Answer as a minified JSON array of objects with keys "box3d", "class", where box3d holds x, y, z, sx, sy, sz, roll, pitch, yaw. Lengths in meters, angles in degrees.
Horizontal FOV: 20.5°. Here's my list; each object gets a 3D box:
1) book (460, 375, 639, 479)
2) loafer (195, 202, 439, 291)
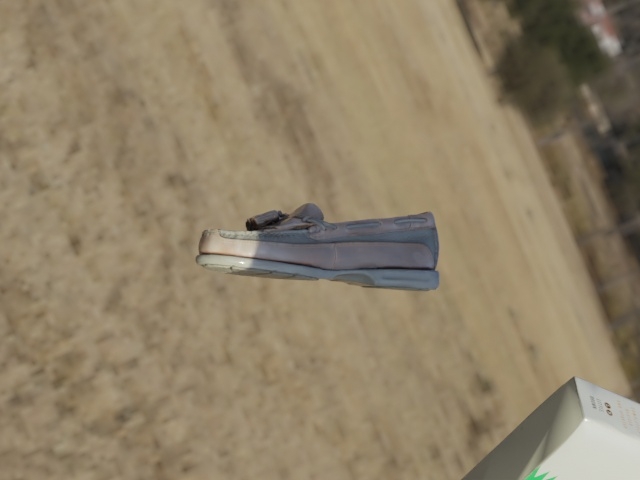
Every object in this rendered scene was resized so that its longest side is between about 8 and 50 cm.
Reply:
[{"box3d":[0.111,0.101,0.581,0.144,0.096,0.035,23,38,-24],"class":"book"},{"box3d":[0.000,0.000,0.818,0.045,0.125,0.039,-1,-97,60],"class":"loafer"}]
